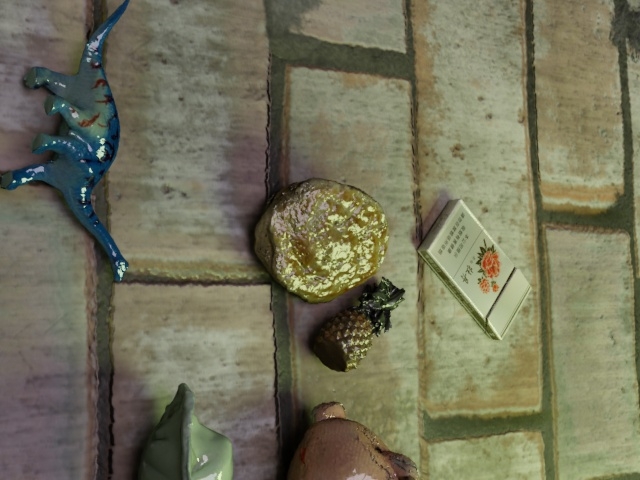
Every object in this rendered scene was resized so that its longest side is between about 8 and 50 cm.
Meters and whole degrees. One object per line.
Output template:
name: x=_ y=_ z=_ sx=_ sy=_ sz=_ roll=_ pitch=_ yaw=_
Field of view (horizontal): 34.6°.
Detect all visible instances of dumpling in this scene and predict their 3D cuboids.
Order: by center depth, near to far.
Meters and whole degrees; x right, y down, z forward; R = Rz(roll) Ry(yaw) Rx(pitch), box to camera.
dumpling: x=-0.139 y=0.268 z=1.147 sx=0.108 sy=0.152 sz=0.219 roll=3 pitch=79 yaw=-37

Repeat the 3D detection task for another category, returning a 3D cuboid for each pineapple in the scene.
pineapple: x=0.057 y=0.106 z=1.370 sx=0.159 sy=0.074 sz=0.074 roll=-43 pitch=111 yaw=-38

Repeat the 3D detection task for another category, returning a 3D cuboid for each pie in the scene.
pie: x=0.000 y=0.000 z=1.331 sx=0.193 sy=0.079 sz=0.163 roll=23 pitch=82 yaw=-34

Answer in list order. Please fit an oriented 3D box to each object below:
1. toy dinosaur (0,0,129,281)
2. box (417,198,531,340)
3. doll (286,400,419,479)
toy dinosaur: x=-0.273 y=-0.119 z=1.140 sx=0.144 sy=0.076 sz=0.329 roll=2 pitch=86 yaw=-44
box: x=0.233 y=0.043 z=1.529 sx=0.198 sy=0.029 sz=0.109 roll=48 pitch=60 yaw=-22
doll: x=0.086 y=0.345 z=1.309 sx=0.303 sy=0.156 sz=0.201 roll=43 pitch=43 yaw=-32
